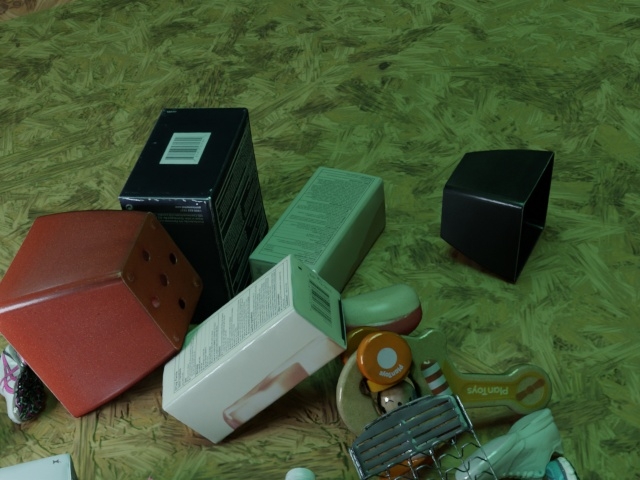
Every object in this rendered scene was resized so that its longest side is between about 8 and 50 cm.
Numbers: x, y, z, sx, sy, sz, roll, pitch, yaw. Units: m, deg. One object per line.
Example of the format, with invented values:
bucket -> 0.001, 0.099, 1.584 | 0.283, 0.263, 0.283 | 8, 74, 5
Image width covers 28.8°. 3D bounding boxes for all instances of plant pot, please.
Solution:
plant pot -> -0.358, 0.098, 2.124 | 0.236, 0.267, 0.267 | -19, 32, 24
plant pot -> 0.325, -0.066, 2.344 | 0.167, 0.188, 0.187 | 17, 43, 19

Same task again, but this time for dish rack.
dish rack -> 0.164, 0.362, 1.816 | 0.208, 0.074, 0.271 | -27, 66, 4

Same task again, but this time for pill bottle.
pill bottle -> -0.032, 0.406, 1.902 | 0.065, 0.065, 0.116 | -3, 37, 5

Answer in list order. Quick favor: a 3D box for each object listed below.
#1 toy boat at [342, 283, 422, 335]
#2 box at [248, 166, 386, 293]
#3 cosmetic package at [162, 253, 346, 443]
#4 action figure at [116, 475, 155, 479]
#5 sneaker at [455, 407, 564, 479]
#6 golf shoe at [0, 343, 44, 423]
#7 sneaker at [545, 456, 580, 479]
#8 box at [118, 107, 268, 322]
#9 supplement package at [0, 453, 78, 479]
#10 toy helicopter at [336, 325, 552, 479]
toy boat -> 0.098, 0.163, 2.142 | 0.151, 0.151, 0.231 | -16, -4, -11
box -> 0.000, 0.000, 2.374 | 0.148, 0.121, 0.311 | 13, 42, 23
cosmetic package -> -0.109, 0.179, 2.032 | 0.296, 0.129, 0.153 | -37, 31, 23
action figure -> -0.228, 0.456, 1.669 | 0.248, 0.276, 0.370 | -33, 49, 1
sneaker -> 0.301, 0.341, 1.915 | 0.212, 0.094, 0.080 | -26, -2, -34
golf shoe -> -0.532, 0.255, 2.183 | 0.086, 0.067, 0.186 | -31, 37, 15
sneaker -> 0.339, 0.423, 1.804 | 0.110, 0.107, 0.275 | -11, 34, 16
box -> -0.229, -0.048, 2.328 | 0.183, 0.294, 0.296 | 1, 38, 13
supplement package -> -0.441, 0.470, 1.815 | 0.204, 0.145, 0.262 | -12, 37, -7
toy helicopter -> 0.199, 0.256, 1.979 | 0.355, 0.235, 0.140 | 1, -1, -13
